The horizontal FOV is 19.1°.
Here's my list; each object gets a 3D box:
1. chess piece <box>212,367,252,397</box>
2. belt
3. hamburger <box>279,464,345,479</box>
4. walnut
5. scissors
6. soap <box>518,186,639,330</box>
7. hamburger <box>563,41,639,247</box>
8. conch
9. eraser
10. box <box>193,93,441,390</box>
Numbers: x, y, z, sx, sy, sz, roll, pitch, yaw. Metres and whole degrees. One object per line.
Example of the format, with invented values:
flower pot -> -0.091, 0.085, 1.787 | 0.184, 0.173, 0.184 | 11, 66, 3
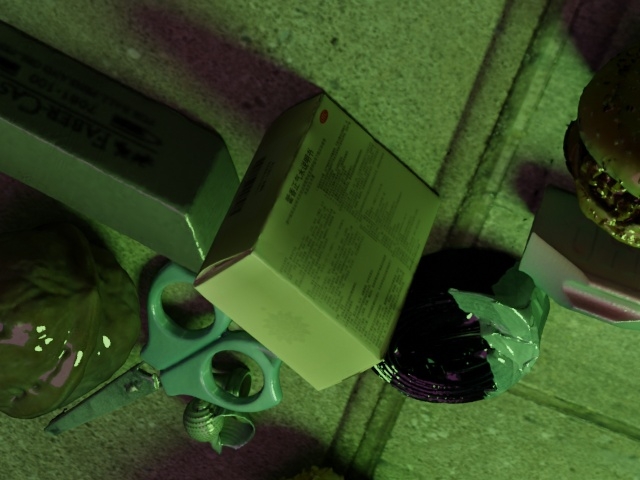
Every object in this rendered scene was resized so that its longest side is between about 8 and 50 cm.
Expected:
chess piece -> -0.124, 0.151, 2.089 | 0.093, 0.042, 0.042 | 14, 138, 19
belt -> 0.138, 0.087, 1.875 | 0.198, 0.078, 0.151 | -28, 117, 40
hamburger -> -0.029, 0.397, 2.122 | 0.170, 0.302, 0.302 | 21, 140, -12
walnut -> -0.292, 0.079, 1.972 | 0.224, 0.224, 0.224 | 12, 138, 12
scissors -> -0.189, 0.147, 2.079 | 0.360, 0.029, 0.191 | -30, 103, 39
soap -> 0.259, 0.022, 1.734 | 0.149, 0.100, 0.056 | 21, 139, 3
hamburger -> 0.289, -0.085, 1.568 | 0.185, 0.177, 0.113 | -16, 144, -22
conch -> -0.113, 0.198, 2.120 | 0.076, 0.056, 0.085 | -13, 151, 9
eraser -> -0.230, -0.100, 1.814 | 0.352, 0.111, 0.077 | 28, 136, -5
box -> 0.000, 0.000, 1.741 | 0.168, 0.212, 0.095 | 42, 136, -21
